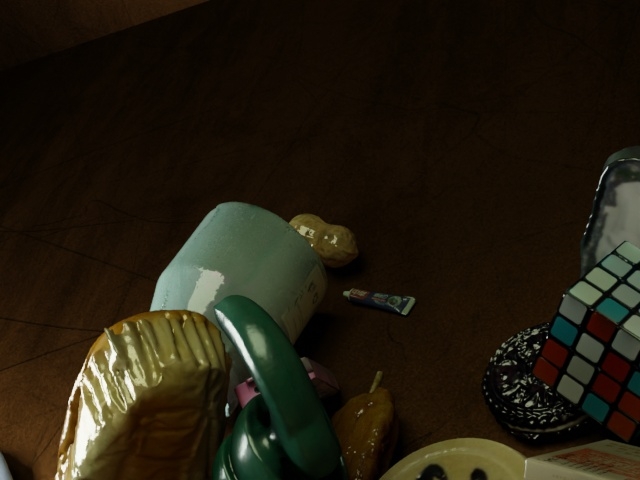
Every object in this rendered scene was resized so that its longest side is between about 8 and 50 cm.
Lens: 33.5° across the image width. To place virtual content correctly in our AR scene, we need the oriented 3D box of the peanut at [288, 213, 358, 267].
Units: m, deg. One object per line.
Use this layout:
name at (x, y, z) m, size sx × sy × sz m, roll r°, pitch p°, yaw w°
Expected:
peanut at (-0.002, 0.000, 1.877) m, size 0.089 × 0.089 × 0.192 m, roll -45°, pitch 35°, yaw -24°

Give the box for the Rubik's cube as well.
Rubik's cube at (0.380, 0.122, 1.318) m, size 0.155 × 0.151 × 0.154 m, roll 34°, pitch 45°, yaw 25°

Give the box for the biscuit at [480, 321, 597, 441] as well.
biscuit at (0.312, 0.188, 1.437) m, size 0.194 × 0.053 × 0.194 m, roll -20°, pitch 34°, yaw 14°

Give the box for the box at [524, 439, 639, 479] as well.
box at (0.336, 0.275, 1.193) m, size 0.141 × 0.058 × 0.201 m, roll 8°, pitch 4°, yaw 42°

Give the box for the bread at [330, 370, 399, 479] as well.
bread at (0.044, 0.310, 1.435) m, size 0.124 × 0.084 × 0.344 m, roll -17°, pitch 31°, yaw 35°

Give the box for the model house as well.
model house at (0.504, -0.039, 1.449) m, size 0.190 × 0.271 × 0.301 m, roll 19°, pitch 38°, yaw 30°

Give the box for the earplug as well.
earplug at (-0.070, 0.236, 1.310) m, size 0.280 × 0.257 × 0.164 m, roll -54°, pitch 14°, yaw 27°

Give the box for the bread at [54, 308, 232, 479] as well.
bread at (-0.237, 0.277, 1.456) m, size 0.183 × 0.236 × 0.389 m, roll 55°, pitch 129°, yaw 50°

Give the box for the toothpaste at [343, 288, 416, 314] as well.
toothpaste at (0.092, 0.097, 1.745) m, size 0.140 × 0.021 × 0.037 m, roll 9°, pitch 50°, yaw 39°

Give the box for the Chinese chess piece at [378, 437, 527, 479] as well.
Chinese chess piece at (0.166, 0.358, 1.269) m, size 0.257 × 0.104 × 0.257 m, roll -19°, pitch 34°, yaw 13°

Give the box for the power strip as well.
power strip at (-0.043, 0.213, 1.512) m, size 0.109 × 0.279 × 0.037 m, roll -25°, pitch 75°, yaw 3°

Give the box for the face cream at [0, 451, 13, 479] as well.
face cream at (-0.590, 0.446, 1.709) m, size 0.234 × 0.137 × 0.420 m, roll -32°, pitch 45°, yaw -9°

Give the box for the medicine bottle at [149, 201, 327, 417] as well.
medicine bottle at (-0.157, 0.120, 1.686) m, size 0.245 × 0.245 × 0.290 m, roll 2°, pitch 43°, yaw 37°
